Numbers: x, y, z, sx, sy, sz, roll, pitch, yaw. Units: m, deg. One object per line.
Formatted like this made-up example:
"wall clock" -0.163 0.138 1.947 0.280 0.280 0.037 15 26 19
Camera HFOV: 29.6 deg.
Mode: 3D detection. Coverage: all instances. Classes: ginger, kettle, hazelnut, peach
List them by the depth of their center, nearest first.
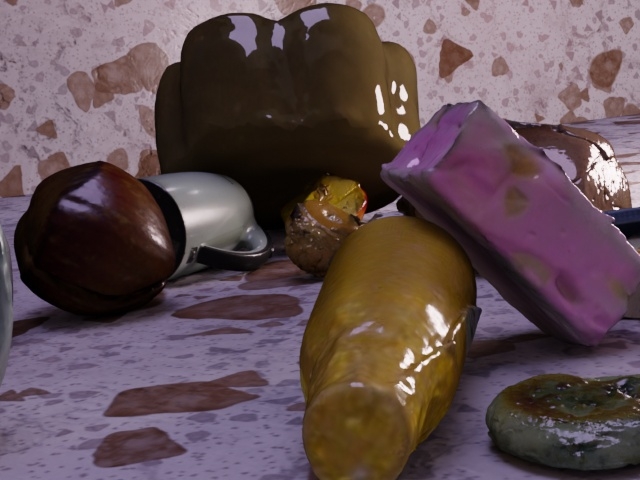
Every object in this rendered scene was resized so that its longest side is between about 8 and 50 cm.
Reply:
"hazelnut" -0.300 -0.002 1.647 0.218 0.218 0.234 -9 10 -23
"kettle" -0.190 -0.014 1.882 0.221 0.161 0.236 28 19 21
"peach" 0.001 -0.040 1.994 0.151 0.118 0.151 0 36 0
"ginger" 0.193 -0.064 2.134 0.104 0.080 0.204 -20 7 -1

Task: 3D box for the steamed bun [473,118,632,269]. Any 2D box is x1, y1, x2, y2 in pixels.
"steamed bun" 0.306 -0.080 1.728 0.252 0.199 0.301 -10 6 21

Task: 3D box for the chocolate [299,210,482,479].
"chocolate" 0.057 0.101 1.042 0.162 0.162 0.445 -4 13 9

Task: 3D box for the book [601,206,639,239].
"book" 0.449 -0.011 1.548 0.269 0.025 0.191 -7 -19 -12

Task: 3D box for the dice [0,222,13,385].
"dice" -0.494 0.041 1.097 0.328 0.348 0.330 -12 5 -37

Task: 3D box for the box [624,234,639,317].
"box" 0.455 0.038 1.355 0.257 0.069 0.164 0 10 29

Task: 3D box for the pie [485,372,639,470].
"pie" 0.224 0.138 0.960 0.187 0.041 0.187 -5 8 1

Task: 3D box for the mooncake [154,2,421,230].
"mooncake" -0.053 -0.202 2.109 0.467 0.262 0.467 -6 -23 -3

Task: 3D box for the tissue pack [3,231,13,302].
"tissue pack" -0.558 0.030 1.498 0.333 0.236 0.229 -8 9 -21

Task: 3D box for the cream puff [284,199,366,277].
"cream puff" 0.000 0.000 1.762 0.119 0.104 0.133 30 27 12

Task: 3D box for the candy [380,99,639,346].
"candy" 0.199 -0.021 1.240 0.116 0.265 0.155 -48 14 -4
